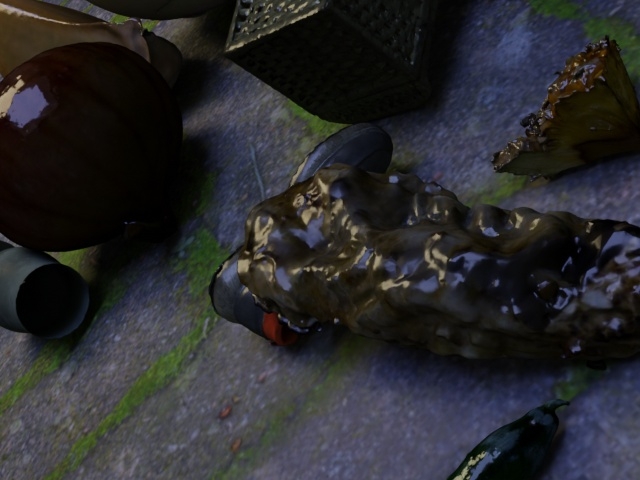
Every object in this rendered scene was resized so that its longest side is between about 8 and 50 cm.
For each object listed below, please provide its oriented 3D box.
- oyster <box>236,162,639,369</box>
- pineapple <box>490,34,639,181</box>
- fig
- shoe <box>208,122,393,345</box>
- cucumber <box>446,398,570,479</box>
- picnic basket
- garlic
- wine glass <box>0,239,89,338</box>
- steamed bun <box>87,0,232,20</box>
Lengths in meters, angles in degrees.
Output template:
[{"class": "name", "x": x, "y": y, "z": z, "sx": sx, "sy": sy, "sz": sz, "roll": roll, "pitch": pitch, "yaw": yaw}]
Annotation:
[{"class": "oyster", "x": 0.081, "y": 0.007, "z": 0.532, "sx": 0.345, "sy": 0.078, "sz": 0.128, "roll": 9, "pitch": 57, "yaw": 38}, {"class": "pineapple", "x": 0.166, "y": -0.073, "z": 0.572, "sx": 0.114, "sy": 0.077, "sz": 0.114, "roll": -40, "pitch": 0, "yaw": 30}, {"class": "fig", "x": -0.247, "y": -0.090, "z": 0.904, "sx": 0.235, "sy": 0.214, "sz": 0.235, "roll": -45, "pitch": 27, "yaw": 30}, {"class": "shoe", "x": 0.001, "y": -0.001, "z": 0.672, "sx": 0.077, "sy": 0.074, "sz": 0.194, "roll": 38, "pitch": 84, "yaw": 33}, {"class": "cucumber", "x": 0.080, "y": 0.142, "z": 0.468, "sx": 0.155, "sy": 0.037, "sz": 0.037, "roll": -51, "pitch": 35, "yaw": -5}, {"class": "picnic basket", "x": 0.031, "y": -0.219, "z": 0.745, "sx": 0.134, "sy": 0.154, "sz": 0.196, "roll": -12, "pitch": 59, "yaw": 46}, {"class": "garlic", "x": -0.277, "y": -0.217, "z": 1.073, "sx": 0.339, "sy": 0.196, "sz": 0.151, "roll": 22, "pitch": 81, "yaw": 34}, {"class": "wine glass", "x": -0.324, "y": 0.051, "z": 0.938, "sx": 0.202, "sy": 0.093, "sz": 0.092, "roll": 8, "pitch": 63, "yaw": 53}, {"class": "steamed bun", "x": -0.176, "y": -0.380, "z": 1.023, "sx": 0.334, "sy": 0.232, "sz": 0.312, "roll": -29, "pitch": 16, "yaw": -1}]
